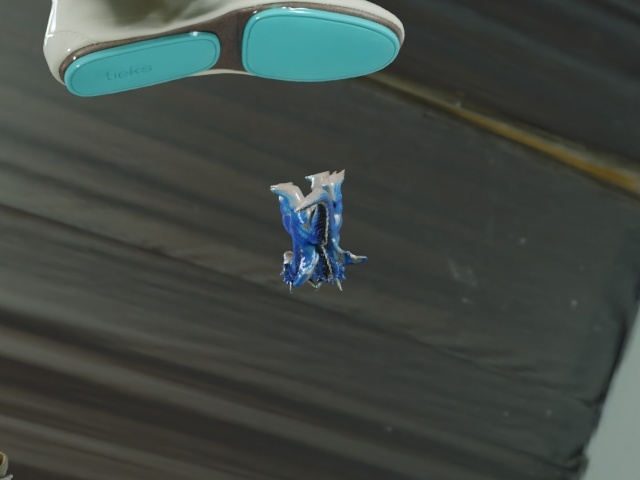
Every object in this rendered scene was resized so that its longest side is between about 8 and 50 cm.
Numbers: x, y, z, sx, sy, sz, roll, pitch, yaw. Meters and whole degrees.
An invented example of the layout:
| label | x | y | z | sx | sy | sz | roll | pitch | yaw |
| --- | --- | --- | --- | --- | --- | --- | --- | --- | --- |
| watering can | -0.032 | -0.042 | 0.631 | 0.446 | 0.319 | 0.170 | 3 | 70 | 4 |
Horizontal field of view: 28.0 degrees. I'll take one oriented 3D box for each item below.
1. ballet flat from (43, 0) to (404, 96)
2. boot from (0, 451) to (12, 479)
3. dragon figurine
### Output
| label | x | y | z | sx | sy | sz | roll | pitch | yaw |
| --- | --- | --- | --- | --- | --- | --- | --- | --- | --- |
| ballet flat | -0.065 | -0.154 | 0.875 | 0.086 | 0.248 | 0.086 | 174 | 90 | -71 |
| boot | -0.339 | 0.306 | 1.264 | 0.095 | 0.262 | 0.204 | 27 | 95 | 44 |
| dragon figurine | 0.000 | 0.000 | 1.445 | 0.289 | 0.085 | 0.144 | -167 | 62 | -80 |
